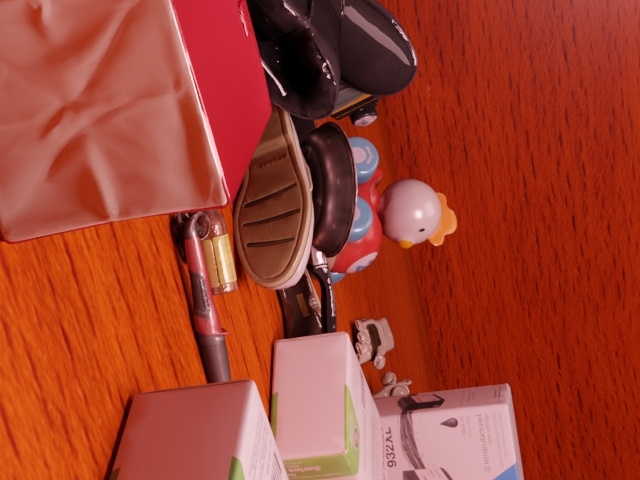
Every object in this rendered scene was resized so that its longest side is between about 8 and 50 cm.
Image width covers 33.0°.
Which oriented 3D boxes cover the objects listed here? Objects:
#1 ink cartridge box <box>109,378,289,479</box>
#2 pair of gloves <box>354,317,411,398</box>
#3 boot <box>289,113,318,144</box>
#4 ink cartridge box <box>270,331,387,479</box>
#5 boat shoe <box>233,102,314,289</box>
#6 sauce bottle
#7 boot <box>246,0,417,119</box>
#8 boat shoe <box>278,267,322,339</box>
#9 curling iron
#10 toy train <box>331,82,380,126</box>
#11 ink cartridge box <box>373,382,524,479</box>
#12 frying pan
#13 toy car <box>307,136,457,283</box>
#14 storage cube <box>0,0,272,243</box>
[{"bbox_3d":[-0.090,0.305,0.977,0.211,0.122,0.289,-83,161,-55],"label":"ink cartridge box"},{"bbox_3d":[0.136,0.275,2.264,0.204,0.042,0.240,6,66,-63],"label":"pair of gloves"},{"bbox_3d":[-0.036,-0.143,1.819,0.280,0.096,0.264,4,70,-87],"label":"boot"},{"bbox_3d":[0.017,0.293,1.570,0.273,0.115,0.198,69,16,-48],"label":"ink cartridge box"},{"bbox_3d":[-0.055,-0.060,1.487,0.103,0.113,0.302,54,28,-56],"label":"boat shoe"},{"bbox_3d":[-0.126,-0.001,1.255,0.042,0.042,0.128,-38,120,-78],"label":"sauce bottle"},{"bbox_3d":[0.013,-0.293,1.624,0.367,0.146,0.445,40,18,-17],"label":"boot"},{"bbox_3d":[-0.023,0.116,1.652,0.072,0.068,0.190,-107,-174,-82],"label":"boat shoe"},{"bbox_3d":[-0.121,0.092,1.220,0.068,0.035,0.274,-57,137,-74],"label":"curling iron"},{"bbox_3d":[0.018,-0.373,1.997,0.190,0.142,0.333,14,56,-69],"label":"toy train"},{"bbox_3d":[0.197,0.392,1.920,0.129,0.308,0.223,-41,122,-75],"label":"ink cartridge box"},{"bbox_3d":[-0.010,-0.016,1.583,0.197,0.053,0.326,-128,-137,-55],"label":"frying pan"},{"bbox_3d":[0.117,-0.033,1.819,0.219,0.238,0.210,112,-13,-64],"label":"toy car"},{"bbox_3d":[-0.156,-0.129,0.820,0.193,0.184,0.215,-76,155,-63],"label":"storage cube"}]
